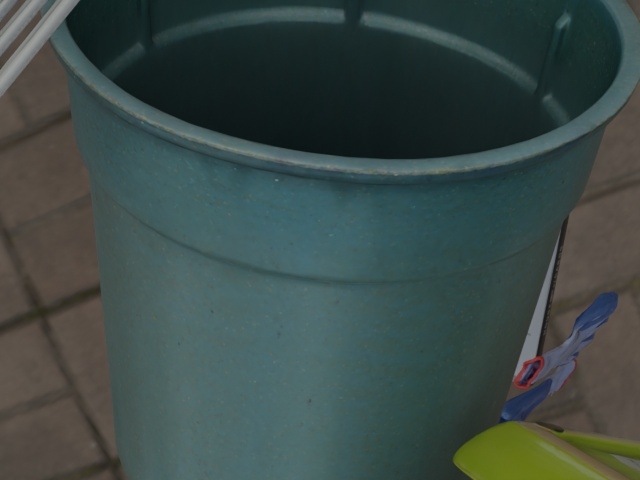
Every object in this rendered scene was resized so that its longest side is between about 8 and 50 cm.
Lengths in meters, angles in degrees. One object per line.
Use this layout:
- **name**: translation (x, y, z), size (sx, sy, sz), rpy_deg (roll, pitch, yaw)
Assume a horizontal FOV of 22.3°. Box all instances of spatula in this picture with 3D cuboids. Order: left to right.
- **spatula**: translation (-0.196, -0.066, 0.826), size (0.019, 0.242, 0.168), rpy_deg (44, 151, -23)

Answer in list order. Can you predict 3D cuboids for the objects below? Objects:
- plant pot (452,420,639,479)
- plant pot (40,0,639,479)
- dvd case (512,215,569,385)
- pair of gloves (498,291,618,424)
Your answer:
- **plant pot**: translation (0.177, 0.225, 0.894), size (0.227, 0.228, 0.207), rpy_deg (12, 96, -22)
- **plant pot**: translation (0.000, 0.000, 1.014), size (0.341, 0.341, 0.334), rpy_deg (20, 128, 18)
- **dvd case**: translation (0.181, 0.029, 1.843), size (0.179, 0.029, 0.238), rpy_deg (16, 109, 23)
- **pair of gloves**: translation (0.212, 0.129, 1.557), size (0.023, 0.159, 0.198), rpy_deg (44, 135, 17)
